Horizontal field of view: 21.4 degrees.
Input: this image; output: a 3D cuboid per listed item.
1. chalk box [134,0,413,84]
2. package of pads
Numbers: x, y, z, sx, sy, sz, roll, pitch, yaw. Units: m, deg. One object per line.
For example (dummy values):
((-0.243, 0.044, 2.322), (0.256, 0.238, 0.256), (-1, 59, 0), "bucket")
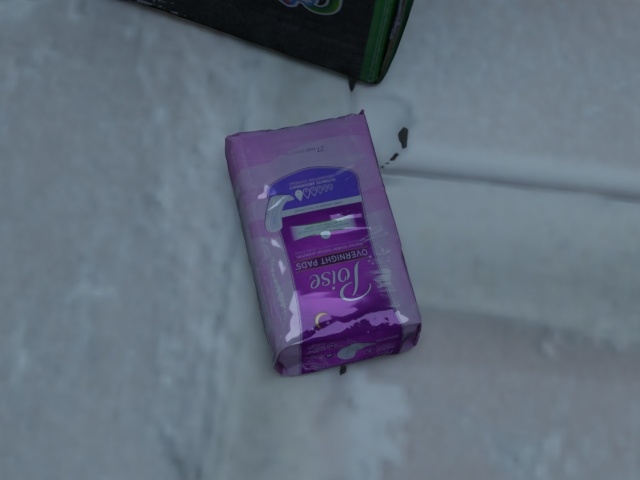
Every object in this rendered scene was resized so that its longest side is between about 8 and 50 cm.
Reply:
((-0.018, -0.186, 0.561), (0.289, 0.180, 0.179), (19, 69, 2), "chalk box")
((0.000, 0.000, 0.567), (0.050, 0.032, 0.083), (-12, 70, -6), "package of pads")
